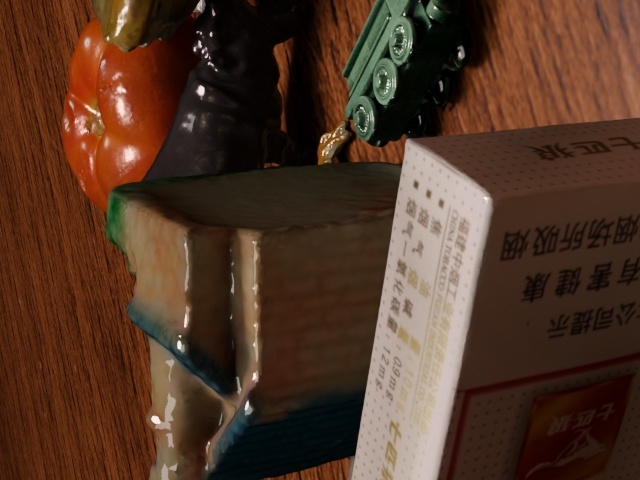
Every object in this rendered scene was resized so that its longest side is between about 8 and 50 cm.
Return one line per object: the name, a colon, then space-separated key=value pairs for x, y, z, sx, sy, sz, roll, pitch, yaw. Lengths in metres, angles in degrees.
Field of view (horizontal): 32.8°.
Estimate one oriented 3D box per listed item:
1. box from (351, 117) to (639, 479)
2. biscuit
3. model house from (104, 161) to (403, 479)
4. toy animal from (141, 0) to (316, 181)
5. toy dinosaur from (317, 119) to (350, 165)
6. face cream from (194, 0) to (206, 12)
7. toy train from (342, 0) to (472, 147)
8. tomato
box: x=0.138 y=0.092 z=0.709 sx=0.095 sy=0.210 sz=0.330 roll=45 pitch=134 yaw=49
biscuit: x=-0.151 y=-0.317 z=1.124 sx=0.335 sy=0.078 sz=0.329 roll=109 pitch=179 yaw=-80
model house: x=-0.007 y=0.096 z=0.874 sx=0.245 sy=0.312 sz=0.280 roll=20 pitch=113 yaw=55
toy animal: x=-0.089 y=-0.132 z=1.112 sx=0.106 sy=0.168 sz=0.343 roll=22 pitch=100 yaw=52
toy dinosaur: x=0.000 y=-0.001 z=1.099 sx=0.212 sy=0.057 sz=0.142 roll=115 pitch=149 yaw=-43
face cream: x=-0.208 y=-0.345 z=1.391 sx=0.224 sy=0.070 sz=0.114 roll=9 pitch=106 yaw=47
toy train: x=0.069 y=-0.158 z=0.921 sx=0.170 sy=0.071 sz=0.111 roll=118 pitch=144 yaw=-49
tomato: x=-0.196 y=-0.150 z=1.280 sx=0.260 sy=0.180 sz=0.260 roll=25 pitch=120 yaw=54
